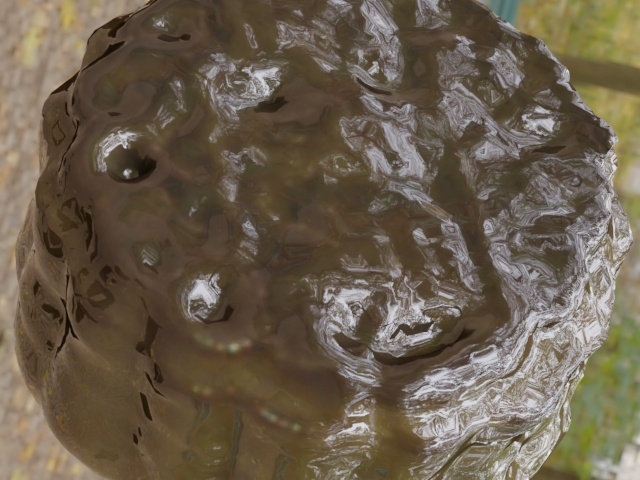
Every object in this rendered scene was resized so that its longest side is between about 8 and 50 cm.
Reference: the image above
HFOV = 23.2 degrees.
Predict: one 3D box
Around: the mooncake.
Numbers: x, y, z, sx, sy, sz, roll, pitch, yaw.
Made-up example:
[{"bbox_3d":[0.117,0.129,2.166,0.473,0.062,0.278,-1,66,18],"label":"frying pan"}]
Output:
[{"bbox_3d":[0.000,0.002,0.824,0.187,0.324,0.324,105,8,-52],"label":"mooncake"}]
